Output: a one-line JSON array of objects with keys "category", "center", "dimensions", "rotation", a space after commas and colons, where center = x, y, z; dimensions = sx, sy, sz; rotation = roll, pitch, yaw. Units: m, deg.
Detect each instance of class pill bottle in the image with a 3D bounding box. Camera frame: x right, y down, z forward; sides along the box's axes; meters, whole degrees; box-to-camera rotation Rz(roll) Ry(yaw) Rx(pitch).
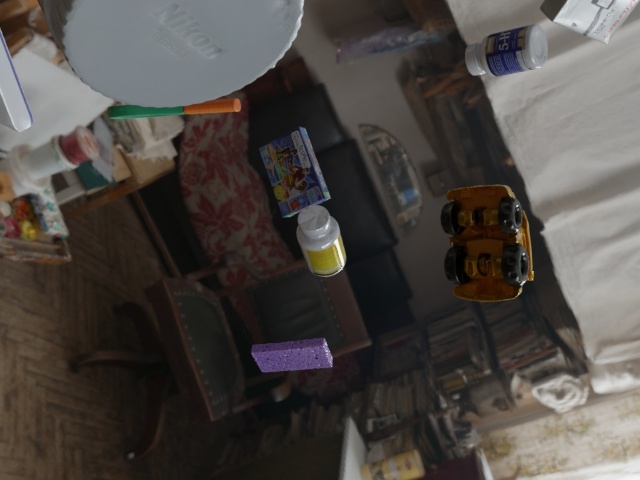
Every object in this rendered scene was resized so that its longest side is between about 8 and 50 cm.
[{"category": "pill bottle", "center": [0.000, 0.000, 1.533], "dimensions": [0.184, 0.103, 0.103], "rotation": [73, 4, -54]}, {"category": "pill bottle", "center": [0.478, -0.486, 1.662], "dimensions": [0.112, 0.187, 0.111], "rotation": [1, 88, -48]}]

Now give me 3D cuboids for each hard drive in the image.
[{"category": "hard drive", "center": [-0.640, -0.326, 1.100], "dimensions": [0.040, 0.319, 0.210], "rotation": [-46, 148, -38]}]

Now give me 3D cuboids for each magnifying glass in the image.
[{"category": "magnifying glass", "center": [-0.245, -0.218, 1.068], "dimensions": [0.092, 0.231, 0.026], "rotation": [-33, 120, -72]}]

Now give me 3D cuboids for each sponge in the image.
[{"category": "sponge", "center": [-0.079, 0.324, 1.797], "dimensions": [0.117, 0.210, 0.031], "rotation": [70, 17, -48]}]

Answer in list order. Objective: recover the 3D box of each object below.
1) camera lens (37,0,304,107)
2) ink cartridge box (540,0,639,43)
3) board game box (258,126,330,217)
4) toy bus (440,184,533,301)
[{"category": "camera lens", "center": [-0.149, -0.286, 0.563], "dimensions": [0.219, 0.220, 0.274], "rotation": [35, 34, -67]}, {"category": "ink cartridge box", "center": [0.524, -0.461, 1.240], "dimensions": [0.151, 0.109, 0.063], "rotation": [11, 41, -24]}, {"category": "board game box", "center": [-0.069, -0.178, 1.681], "dimensions": [0.035, 0.136, 0.201], "rotation": [-6, 75, -64]}, {"category": "toy bus", "center": [0.354, -0.008, 1.277], "dimensions": [0.211, 0.150, 0.220], "rotation": [-16, 101, -50]}]
